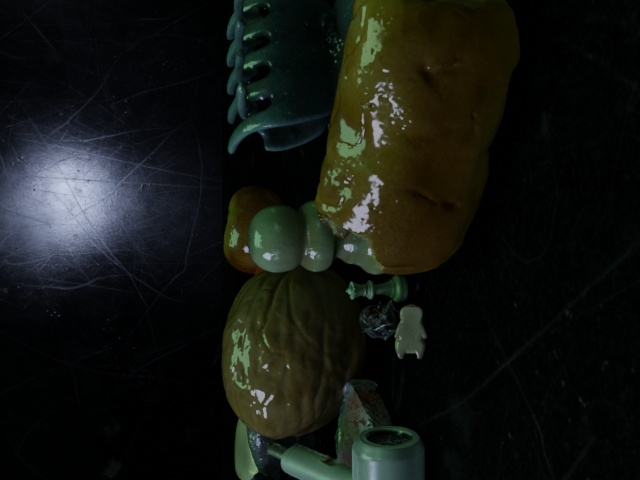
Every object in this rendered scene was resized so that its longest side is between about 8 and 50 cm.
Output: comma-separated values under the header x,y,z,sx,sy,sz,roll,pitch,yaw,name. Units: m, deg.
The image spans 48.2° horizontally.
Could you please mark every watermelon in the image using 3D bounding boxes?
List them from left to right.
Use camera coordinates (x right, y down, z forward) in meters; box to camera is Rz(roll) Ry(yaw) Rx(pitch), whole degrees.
x,y,z,sx,sy,sz,roll,pitch,yaw,name
0.086,0.328,1.179,0.139,0.071,0.187,180,94,-65,watermelon

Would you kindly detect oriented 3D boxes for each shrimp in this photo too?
x,y,z,sx,sy,sz,roll,pitch,yaw,name
0.094,0.121,1.088,0.165,0.065,0.057,123,168,-78,shrimp

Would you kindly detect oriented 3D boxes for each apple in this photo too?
x,y,z,sx,sy,sz,roll,pitch,yaw,name
-0.166,-0.029,1.910,0.210,0.173,0.235,179,98,-80,apple

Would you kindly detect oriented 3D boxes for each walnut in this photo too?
x,y,z,sx,sy,sz,roll,pitch,yaw,name
-0.052,0.200,1.297,0.277,0.251,0.313,-139,54,-82,walnut

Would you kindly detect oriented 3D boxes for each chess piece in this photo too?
x,y,z,sx,sy,sz,roll,pitch,yaw,name
0.013,-0.008,1.059,0.133,0.243,0.133,177,90,-76,chess piece
0.084,0.075,1.089,0.042,0.093,0.042,177,90,-75,chess piece

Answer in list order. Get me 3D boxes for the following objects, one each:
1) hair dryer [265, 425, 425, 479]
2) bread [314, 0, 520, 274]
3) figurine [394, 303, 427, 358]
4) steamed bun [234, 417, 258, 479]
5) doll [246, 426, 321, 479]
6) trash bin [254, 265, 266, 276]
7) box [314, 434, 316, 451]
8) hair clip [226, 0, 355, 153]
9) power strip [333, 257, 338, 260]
x,y,z,sx,sy,sz,roll,pitch,yaw,name
0.015,0.360,1.128,0.357,0.107,0.173,4,96,48,hair dryer
0.102,-0.118,0.815,0.149,0.195,0.344,-77,-4,-57,bread
0.127,0.128,1.035,0.050,0.047,0.084,-118,32,-81,figurine
-0.132,0.489,1.752,0.250,0.154,0.200,179,91,-77,steamed bun
-0.058,0.504,1.541,0.245,0.158,0.341,-20,-75,-63,doll
-0.081,0.106,1.510,0.239,0.184,0.161,99,156,-43,trash bin
-0.037,0.490,1.747,0.156,0.022,0.089,-153,64,-74,box
-0.040,-0.310,1.257,0.392,0.238,0.319,126,142,-68,hair clip
0.000,0.000,1.532,0.227,0.029,0.080,-175,83,-76,power strip
